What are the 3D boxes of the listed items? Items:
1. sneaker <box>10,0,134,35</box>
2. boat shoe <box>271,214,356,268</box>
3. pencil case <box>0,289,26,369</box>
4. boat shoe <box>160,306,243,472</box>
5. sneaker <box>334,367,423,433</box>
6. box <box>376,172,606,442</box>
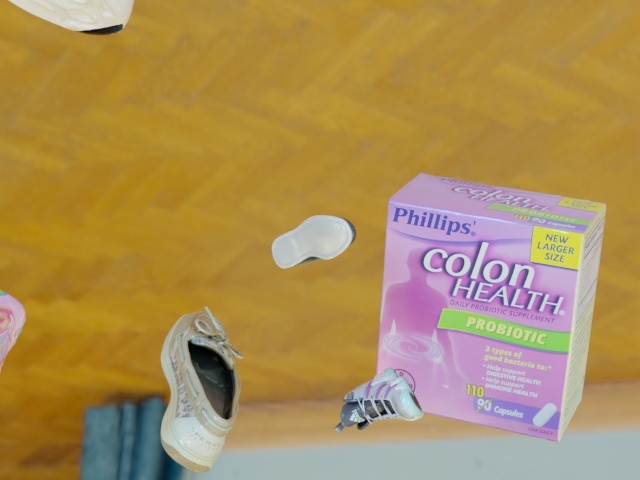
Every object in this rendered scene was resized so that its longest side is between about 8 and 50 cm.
[{"bbox_3d":[-0.215,-0.335,1.033,0.130,0.236,0.323,0,149,42],"label":"sneaker"},{"bbox_3d":[0.000,0.000,1.404,0.038,0.046,0.125,-16,174,-38],"label":"boat shoe"},{"bbox_3d":[-0.461,0.188,1.718,0.124,0.284,0.124,8,142,7],"label":"pencil case"},{"bbox_3d":[-0.140,0.174,1.771,0.104,0.285,0.089,29,116,-23],"label":"boat shoe"},{"bbox_3d":[0.043,0.139,1.135,0.069,0.038,0.098,-28,-175,-6],"label":"sneaker"},{"bbox_3d":[0.184,0.070,1.522,0.213,0.117,0.243,11,110,19],"label":"box"}]
